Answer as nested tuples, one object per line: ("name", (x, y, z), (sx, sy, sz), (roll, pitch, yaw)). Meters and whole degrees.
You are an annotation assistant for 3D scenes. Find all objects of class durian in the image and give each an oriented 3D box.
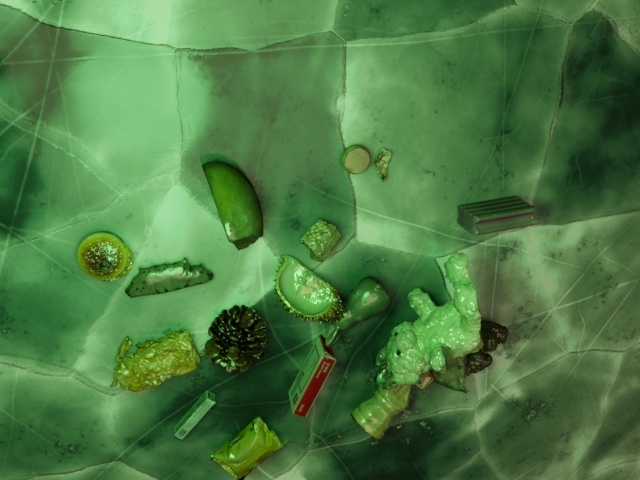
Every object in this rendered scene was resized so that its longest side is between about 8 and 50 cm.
("durian", (-0.043, 0.160, 1.632), (0.252, 0.144, 0.139), (36, 97, 9))

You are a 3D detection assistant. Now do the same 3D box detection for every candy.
("candy", (0.000, 0.000, 1.627), (0.110, 0.085, 0.095), (-45, 124, -8))

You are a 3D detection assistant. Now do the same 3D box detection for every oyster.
("oyster", (0.174, -0.215, 1.614), (0.051, 0.034, 0.093), (11, 96, -36))

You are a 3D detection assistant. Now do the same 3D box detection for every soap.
("soap", (0.531, -0.076, 1.717), (0.203, 0.122, 0.065), (-10, 114, -10))

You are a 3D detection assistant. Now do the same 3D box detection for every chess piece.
("chess piece", (0.099, -0.226, 1.585), (0.084, 0.038, 0.083), (-6, 114, -14))
("chess piece", (0.244, 0.506, 1.872), (0.137, 0.137, 0.301), (41, 91, -25))

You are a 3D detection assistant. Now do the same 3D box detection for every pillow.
("pillow", (0.424, 0.373, 1.859), (0.059, 0.169, 0.254), (-23, 119, -41))
("pillow", (-0.421, 0.098, 1.558), (0.241, 0.051, 0.093), (-11, 113, -9))

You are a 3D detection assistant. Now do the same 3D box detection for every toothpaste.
("toothpaste", (-0.388, 0.537, 1.740), (0.034, 0.046, 0.164), (39, 97, -23))

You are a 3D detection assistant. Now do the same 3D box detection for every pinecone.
("pinecone", (-0.236, 0.279, 1.627), (0.179, 0.150, 0.195), (20, 101, -15))

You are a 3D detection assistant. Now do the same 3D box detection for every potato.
("potato", (-0.200, -0.063, 1.444), (0.112, 0.255, 0.269), (-23, 115, -5))

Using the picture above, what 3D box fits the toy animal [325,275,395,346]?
("toy animal", (0.092, 0.212, 1.704), (0.251, 0.125, 0.127), (-39, 127, 3))

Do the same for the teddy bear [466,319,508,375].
("teddy bear", (0.525, 0.357, 1.884), (0.177, 0.140, 0.190), (-19, 126, -54))

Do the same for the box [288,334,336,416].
("box", (-0.026, 0.419, 1.754), (0.050, 0.123, 0.229), (23, 104, -17))

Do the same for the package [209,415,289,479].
("package", (-0.228, 0.669, 1.813), (0.226, 0.090, 0.168), (-37, 119, 4))

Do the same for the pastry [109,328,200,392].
("pastry", (-0.476, 0.338, 1.607), (0.250, 0.102, 0.154), (-19, 113, -7))

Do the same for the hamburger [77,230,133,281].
("hamburger", (-0.563, 0.043, 1.480), (0.127, 0.081, 0.141), (-37, 114, 1))

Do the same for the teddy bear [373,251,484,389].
("teddy bear", (0.291, 0.261, 1.680), (0.363, 0.327, 0.375), (-13, 131, 11))
